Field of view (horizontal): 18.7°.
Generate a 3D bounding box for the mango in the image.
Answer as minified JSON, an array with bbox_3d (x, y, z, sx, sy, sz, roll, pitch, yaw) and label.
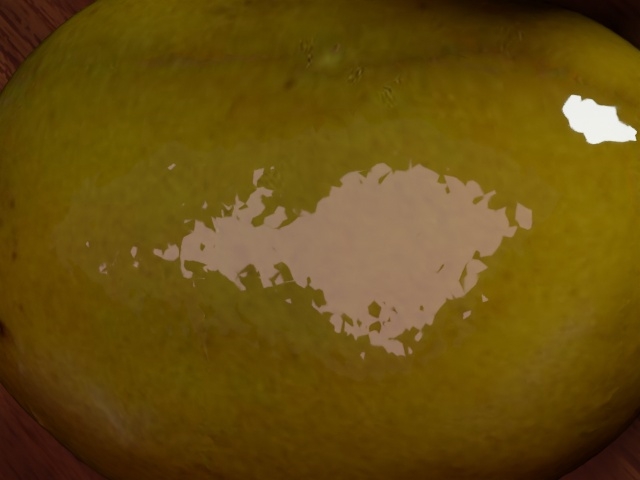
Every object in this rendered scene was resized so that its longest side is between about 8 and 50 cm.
[{"bbox_3d":[0.000,0.000,0.996,0.446,0.232,0.300,-7,96,38],"label":"mango"}]
